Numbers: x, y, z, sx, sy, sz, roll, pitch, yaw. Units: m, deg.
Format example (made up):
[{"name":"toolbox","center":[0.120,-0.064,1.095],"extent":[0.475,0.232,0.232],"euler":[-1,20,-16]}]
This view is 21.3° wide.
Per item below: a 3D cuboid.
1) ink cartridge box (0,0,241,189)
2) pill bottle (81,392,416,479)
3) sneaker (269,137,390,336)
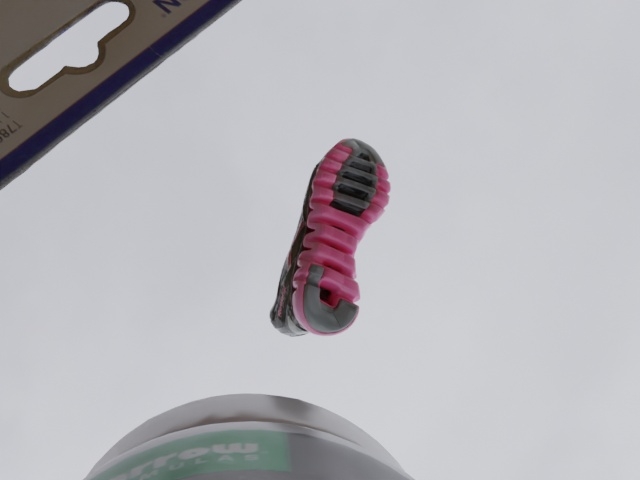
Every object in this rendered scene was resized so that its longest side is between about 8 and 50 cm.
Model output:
[{"name":"ink cartridge box","center":[-0.190,-0.134,0.640],"extent":[0.333,0.065,0.165],"euler":[39,-120,18]},{"name":"pill bottle","center":[-0.024,0.181,0.577],"extent":[0.204,0.204,0.361],"euler":[-37,-170,3]},{"name":"sneaker","center":[0.000,0.000,0.917],"extent":[0.057,0.047,0.119],"euler":[-30,-142,57]}]
